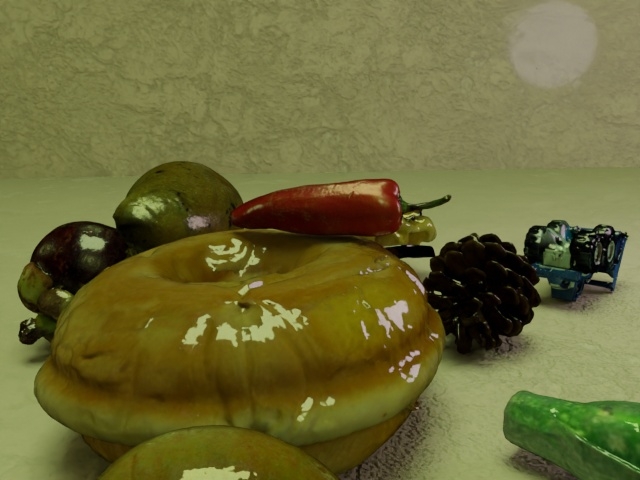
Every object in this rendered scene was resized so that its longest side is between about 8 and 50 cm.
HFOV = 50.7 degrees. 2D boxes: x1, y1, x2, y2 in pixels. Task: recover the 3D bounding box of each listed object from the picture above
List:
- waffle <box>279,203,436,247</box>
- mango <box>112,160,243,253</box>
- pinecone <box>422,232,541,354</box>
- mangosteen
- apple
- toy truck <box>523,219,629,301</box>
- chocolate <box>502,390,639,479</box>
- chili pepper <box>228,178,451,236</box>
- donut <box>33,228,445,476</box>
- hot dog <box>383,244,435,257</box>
[{"bbox_3d":[0.000,0.000,1.265,0.382,0.095,0.380,-5,-1,-37],"label":"waffle"},{"bbox_3d":[-0.201,-0.037,1.018,0.177,0.175,0.329,-8,4,-7],"label":"mango"},{"bbox_3d":[0.211,0.079,0.930,0.163,0.162,0.165,8,32,35],"label":"pinecone"},{"bbox_3d":[-0.353,0.078,0.998,0.192,0.192,0.217,7,47,33],"label":"mangosteen"},{"bbox_3d":[-0.065,0.199,0.414,0.183,0.182,0.155,-5,-15,-13],"label":"apple"},{"bbox_3d":[0.436,0.032,1.148,0.113,0.126,0.208,9,13,40],"label":"toy truck"},{"bbox_3d":[0.294,0.190,0.573,0.291,0.110,0.110,8,16,44],"label":"chocolate"},{"bbox_3d":[0.013,-0.035,0.775,0.272,0.071,0.063,-3,49,16],"label":"chili pepper"},{"bbox_3d":[-0.077,0.107,0.747,0.449,0.198,0.449,-3,12,1],"label":"donut"},{"bbox_3d":[0.010,0.081,1.052,0.326,0.107,0.194,-9,-8,33],"label":"hot dog"}]
